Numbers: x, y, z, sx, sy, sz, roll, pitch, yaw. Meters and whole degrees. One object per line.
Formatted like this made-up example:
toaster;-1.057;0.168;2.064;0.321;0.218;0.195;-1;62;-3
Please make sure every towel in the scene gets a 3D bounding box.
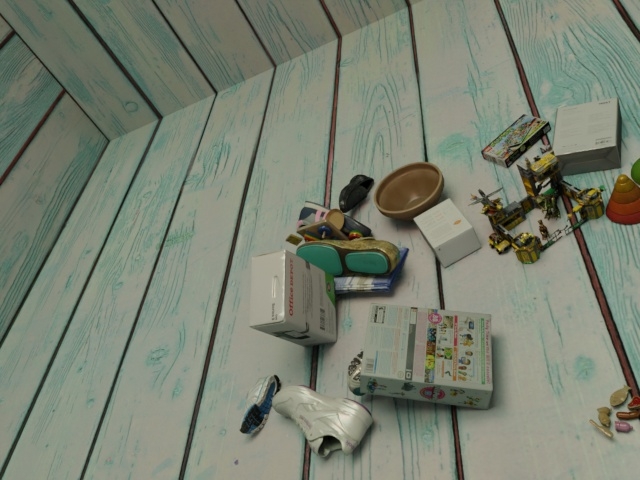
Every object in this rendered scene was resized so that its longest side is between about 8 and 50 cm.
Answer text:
towel;0.120;0.096;1.966;0.285;0.034;0.209;-6;32;30

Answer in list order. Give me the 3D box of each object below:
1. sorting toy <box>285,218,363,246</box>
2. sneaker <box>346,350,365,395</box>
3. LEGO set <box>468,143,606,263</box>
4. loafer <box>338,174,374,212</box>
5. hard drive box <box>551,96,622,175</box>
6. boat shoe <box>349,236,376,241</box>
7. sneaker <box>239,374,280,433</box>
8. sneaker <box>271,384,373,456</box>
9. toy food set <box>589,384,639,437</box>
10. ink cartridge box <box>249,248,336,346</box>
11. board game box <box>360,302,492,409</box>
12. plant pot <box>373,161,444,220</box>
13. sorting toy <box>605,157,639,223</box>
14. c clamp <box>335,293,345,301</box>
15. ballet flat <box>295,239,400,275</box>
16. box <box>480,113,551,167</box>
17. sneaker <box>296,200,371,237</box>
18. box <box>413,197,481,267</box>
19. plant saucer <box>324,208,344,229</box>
sorting toy;0.000;0.000;2.075;0.275;0.132;0.046;-17;46;39
sneaker;0.176;0.307;1.648;0.275;0.110;0.107;-30;50;-24
LEGO set;0.596;-0.116;1.728;0.331;0.192;0.255;-30;36;6
loafer;0.127;-0.170;2.225;0.078;0.076;0.223;2;34;26
hard drive box;0.802;-0.313;1.880;0.181;0.089;0.232;-5;46;33
boat shoe;0.109;0.021;2.018;0.153;0.056;0.048;-25;22;18
sneaker;-0.187;0.468;1.784;0.083;0.071;0.190;-10;34;38
sneaker;-0.021;0.464;1.611;0.305;0.114;0.152;2;48;39
toy food set;0.629;0.363;1.313;0.122;0.019;0.078;-34;36;-13
ink cartridge box;-0.074;0.170;1.789;0.122;0.289;0.211;-13;65;27
board game box;0.260;0.277;1.530;0.304;0.097;0.224;5;47;10
plant pot;0.302;-0.139;2.049;0.237;0.109;0.237;-20;38;17
sorting toy;0.881;-0.212;1.678;0.365;0.126;0.127;-48;38;-17
c clamp;0.045;0.176;1.968;0.161;0.022;0.137;-42;31;-10
ballet flat;0.089;0.047;1.930;0.349;0.123;0.123;2;49;35
box;0.644;-0.330;2.065;0.207;0.036;0.114;-41;37;-9
sneaker;0.041;-0.037;2.163;0.319;0.112;0.131;23;87;47
box;0.378;-0.024;1.876;0.130;0.091;0.170;-30;36;5
plant saucer;0.050;-0.065;2.079;0.083;0.015;0.083;-9;76;40
